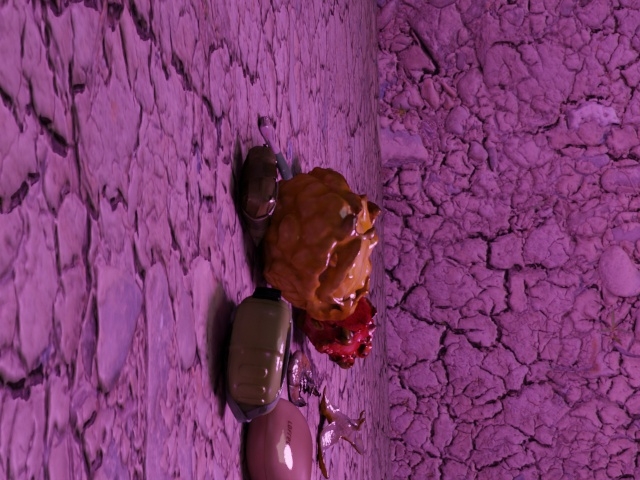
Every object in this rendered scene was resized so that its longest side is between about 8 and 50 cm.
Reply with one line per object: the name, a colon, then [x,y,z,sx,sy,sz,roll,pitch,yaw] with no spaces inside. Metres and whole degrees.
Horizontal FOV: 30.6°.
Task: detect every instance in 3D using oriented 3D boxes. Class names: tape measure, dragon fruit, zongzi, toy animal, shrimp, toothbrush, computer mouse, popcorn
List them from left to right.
tape measure: [-0.083,0.144,1.545,0.154,0.087,0.177,98,-1,-56]
zongzi: [-0.089,-0.068,1.676,0.119,0.055,0.109,98,-4,-57]
toothbrush: [-0.069,-0.139,1.915,0.257,0.018,0.024,67,17,-67]
computer mouse: [-0.055,0.328,1.749,0.236,0.082,0.145,77,14,-52]
shrimp: [-0.036,0.258,2.083,0.161,0.034,0.091,64,37,-57]
popcorn: [0.000,0.000,1.802,0.250,0.190,0.250,-1,90,-89]
dragon fruit: [0.038,0.162,2.145,0.208,0.150,0.133,59,22,-50]
toy animal: [0.046,0.364,2.399,0.219,0.095,0.155,-74,166,-66]

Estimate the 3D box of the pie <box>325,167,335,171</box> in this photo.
pie: [-0.001,-0.012,2.110,0.248,0.090,0.201,-76,159,-64]
